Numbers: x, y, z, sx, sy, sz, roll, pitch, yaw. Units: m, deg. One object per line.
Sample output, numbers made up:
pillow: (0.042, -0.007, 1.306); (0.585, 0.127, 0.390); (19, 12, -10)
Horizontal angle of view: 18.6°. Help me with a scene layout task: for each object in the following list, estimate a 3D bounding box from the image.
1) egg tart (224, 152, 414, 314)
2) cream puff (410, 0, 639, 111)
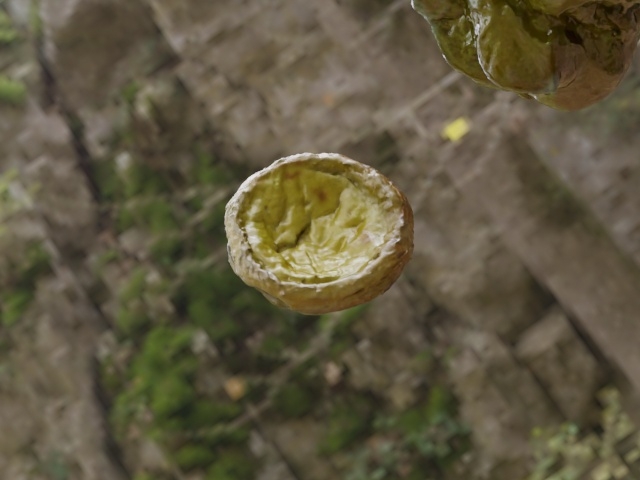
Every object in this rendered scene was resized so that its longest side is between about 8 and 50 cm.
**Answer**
egg tart: (0.000, 0.000, 1.835); (0.191, 0.191, 0.074); (-31, -33, -21)
cream puff: (0.243, -0.317, 1.969); (0.275, 0.378, 0.378); (-12, 4, 32)
